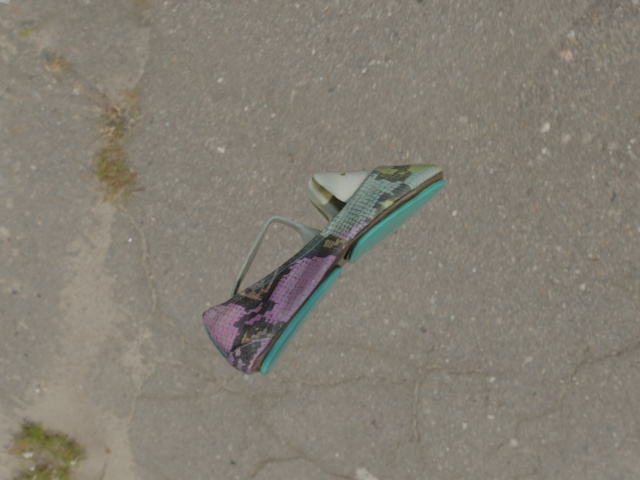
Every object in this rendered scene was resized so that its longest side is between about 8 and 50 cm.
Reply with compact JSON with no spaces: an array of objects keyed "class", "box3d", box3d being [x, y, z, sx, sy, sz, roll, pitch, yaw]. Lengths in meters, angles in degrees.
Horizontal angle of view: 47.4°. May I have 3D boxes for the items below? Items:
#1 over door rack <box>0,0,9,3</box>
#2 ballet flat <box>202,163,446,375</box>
[{"class":"over door rack","box3d":[-0.376,-0.343,0.719,0.108,0.324,0.239,33,114,5]},{"class":"ballet flat","box3d":[0.000,0.000,0.540,0.079,0.221,0.077,42,163,10]}]
